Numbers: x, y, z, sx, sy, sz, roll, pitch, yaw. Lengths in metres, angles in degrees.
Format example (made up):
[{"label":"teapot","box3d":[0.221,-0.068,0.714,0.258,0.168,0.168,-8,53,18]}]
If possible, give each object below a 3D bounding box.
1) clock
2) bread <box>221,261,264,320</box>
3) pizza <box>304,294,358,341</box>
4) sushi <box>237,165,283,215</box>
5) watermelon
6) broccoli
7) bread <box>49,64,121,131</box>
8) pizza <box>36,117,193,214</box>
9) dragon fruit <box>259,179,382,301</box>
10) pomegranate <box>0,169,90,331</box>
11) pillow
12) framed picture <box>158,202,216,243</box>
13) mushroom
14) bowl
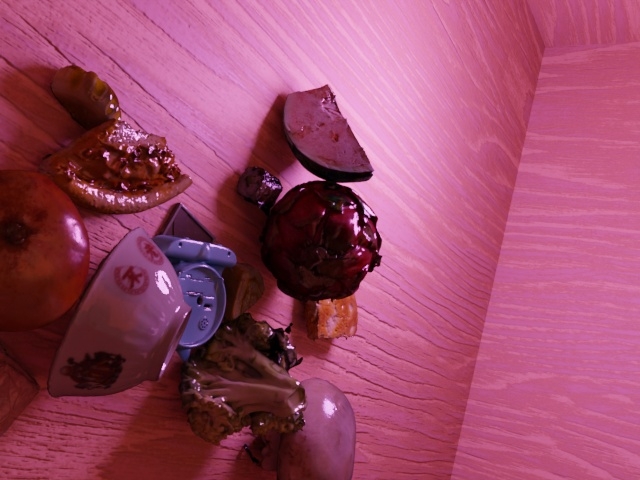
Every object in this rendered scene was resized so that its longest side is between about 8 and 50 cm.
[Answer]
[{"label":"clock","box3d":[-0.295,0.131,1.460,0.224,0.094,0.274,11,86,-54]},{"label":"bread","box3d":[-0.206,0.109,1.609,0.156,0.103,0.110,-48,139,-50]},{"label":"pizza","box3d":[0.015,0.191,1.978,0.226,0.086,0.335,-54,136,-30]},{"label":"sushi","box3d":[-0.152,-0.126,1.657,0.084,0.094,0.098,28,89,-51]},{"label":"watermelon","box3d":[0.022,-0.249,1.754,0.224,0.180,0.305,6,49,-52]},{"label":"broccoli","box3d":[-0.156,0.325,1.563,0.348,0.281,0.293,3,96,-54]},{"label":"bread","box3d":[-0.417,-0.259,1.234,0.157,0.094,0.083,45,63,-41]},{"label":"pizza","box3d":[-0.377,-0.136,1.300,0.365,0.074,0.182,7,113,-61]},{"label":"dragon fruit","box3d":[0.002,-0.002,1.725,0.329,0.329,0.329,-16,109,-55]},{"label":"pomegranate","box3d":[-0.489,0.024,1.061,0.229,0.270,0.252,-14,77,-29]},{"label":"pillow","box3d":[-0.574,0.233,1.135,0.126,0.043,0.232,-52,138,-31]},{"label":"framed picture","box3d":[-0.320,0.038,1.503,0.150,0.015,0.203,51,55,-47]},{"label":"mushroom","box3d":[-0.053,0.553,1.820,0.362,0.295,0.362,3,90,-86]},{"label":"bowl","box3d":[-0.333,0.156,1.223,0.337,0.158,0.337,-155,-90,-87]}]
